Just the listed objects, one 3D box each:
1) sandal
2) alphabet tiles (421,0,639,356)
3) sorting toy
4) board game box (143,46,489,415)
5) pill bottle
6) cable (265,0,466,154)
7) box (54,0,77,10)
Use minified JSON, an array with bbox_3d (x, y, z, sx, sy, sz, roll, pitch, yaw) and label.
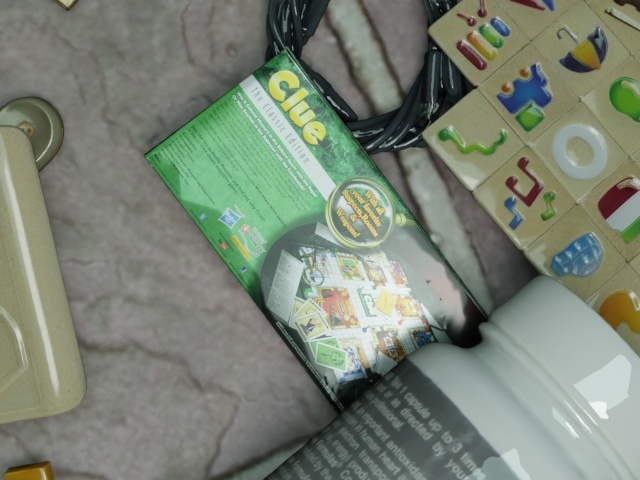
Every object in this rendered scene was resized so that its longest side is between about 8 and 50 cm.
[{"bbox_3d":[-0.263,-0.038,1.330,0.072,0.049,0.180,43,86,2],"label":"sandal"},{"bbox_3d":[0.251,-0.078,1.351,0.285,0.011,0.342,-40,88,-18],"label":"alphabet tiles"},{"bbox_3d":[-0.289,0.084,1.309,0.229,0.041,0.307,-11,98,7],"label":"sorting toy"},{"bbox_3d":[0.000,0.000,1.331,0.136,0.030,0.260,-36,92,7],"label":"board game box"},{"bbox_3d":[0.073,0.201,1.244,0.361,0.204,0.204,-41,88,-4],"label":"pill bottle"},{"bbox_3d":[0.032,-0.156,1.363,0.150,0.047,0.184,-7,89,1],"label":"cable"},{"bbox_3d":[-0.193,-0.300,1.373,0.164,0.021,0.201,38,84,1],"label":"box"}]
